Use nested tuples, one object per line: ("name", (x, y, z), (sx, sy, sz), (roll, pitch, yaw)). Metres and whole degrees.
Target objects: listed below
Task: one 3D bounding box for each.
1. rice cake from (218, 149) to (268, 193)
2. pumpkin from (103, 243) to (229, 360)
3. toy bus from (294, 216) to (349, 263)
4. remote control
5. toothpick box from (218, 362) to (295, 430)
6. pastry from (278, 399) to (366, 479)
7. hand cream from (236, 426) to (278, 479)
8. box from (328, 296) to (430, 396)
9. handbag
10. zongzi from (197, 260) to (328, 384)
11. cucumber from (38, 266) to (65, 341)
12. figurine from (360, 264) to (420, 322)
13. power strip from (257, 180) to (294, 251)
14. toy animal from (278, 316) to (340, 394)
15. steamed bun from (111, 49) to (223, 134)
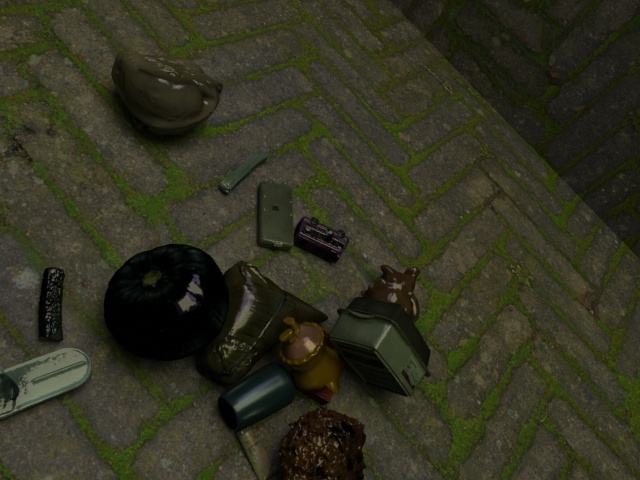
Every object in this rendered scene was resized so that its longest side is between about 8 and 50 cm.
("rice cake", (-0.260, -0.236, 1.769), (0.045, 0.042, 0.245), (38, 49, 1))
("pumpkin", (-0.373, 0.158, 1.290), (0.315, 0.238, 0.315), (-10, 53, 13))
("toy bus", (0.000, 0.000, 1.739), (0.178, 0.087, 0.098), (25, 52, -11))
("remote control", (-0.641, 0.320, 1.164), (0.247, 0.052, 0.104), (-17, 68, -37))
("toothpick box", (-0.167, 0.406, 1.344), (0.184, 0.120, 0.120), (-23, 73, -37))
("pastry", (-0.007, 0.545, 1.309), (0.275, 0.193, 0.275), (-16, 111, -49))
("hand cream", (-0.164, 0.537, 1.315), (0.061, 0.039, 0.143), (-27, 81, -41))
("box", (0.176, 0.301, 1.496), (0.166, 0.220, 0.290), (-55, 129, -28))
("handbag", (0.000, 0.362, 1.514), (0.127, 0.063, 0.190), (33, 53, -7))
("zongzi", (-0.143, 0.274, 1.448), (0.360, 0.160, 0.323), (32, 60, -29))
("cucumber", (-0.654, 0.154, 1.265), (0.058, 0.058, 0.187), (4, 58, -29))
("figurine", (0.220, 0.175, 1.690), (0.173, 0.177, 0.247), (32, 58, -33))
("power strip", (-0.149, -0.086, 1.731), (0.118, 0.046, 0.270), (10, 56, -22))
("toy animal", (-0.028, 0.301, 1.386), (0.230, 0.156, 0.156), (51, 42, -30))
("steamed bun", (-0.503, -0.462, 1.671), (0.324, 0.219, 0.310), (33, 28, 26))
